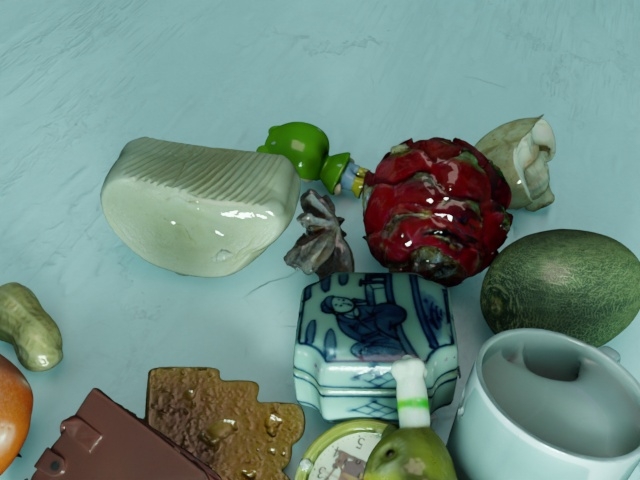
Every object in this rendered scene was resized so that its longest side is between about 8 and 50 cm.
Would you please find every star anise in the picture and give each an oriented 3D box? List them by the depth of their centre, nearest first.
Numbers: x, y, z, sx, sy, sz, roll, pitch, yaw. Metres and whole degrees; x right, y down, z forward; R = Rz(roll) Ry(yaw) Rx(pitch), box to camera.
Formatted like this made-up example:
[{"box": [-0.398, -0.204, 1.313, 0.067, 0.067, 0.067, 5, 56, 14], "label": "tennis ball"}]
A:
[{"box": [0.000, 0.003, 1.500, 0.111, 0.198, 0.257, -23, 40, 18], "label": "star anise"}]

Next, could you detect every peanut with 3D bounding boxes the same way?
[{"box": [-0.543, 0.160, 1.358, 0.099, 0.090, 0.214, -22, 49, -40], "label": "peanut"}]

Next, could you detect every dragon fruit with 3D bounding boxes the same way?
[{"box": [0.233, -0.058, 1.495, 0.329, 0.329, 0.329, 3, 45, -3], "label": "dragon fruit"}]

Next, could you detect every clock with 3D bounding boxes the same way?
[{"box": [0.073, 0.404, 1.174, 0.237, 0.057, 0.237, 0, 62, 0], "label": "clock"}]

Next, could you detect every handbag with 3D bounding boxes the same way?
[{"box": [-0.310, 0.394, 1.091, 0.276, 0.084, 0.260, 30, 78, 22], "label": "handbag"}]

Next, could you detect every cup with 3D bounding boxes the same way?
[{"box": [0.359, 0.304, 1.159, 0.259, 0.274, 0.357, 35, 39, 30], "label": "cup"}]

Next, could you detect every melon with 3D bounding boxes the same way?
[{"box": [0.463, 0.096, 1.405, 0.329, 0.248, 0.248, -13, 48, -22], "label": "melon"}]

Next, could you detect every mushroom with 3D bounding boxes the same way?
[{"box": [0.440, -0.163, 1.727, 0.189, 0.195, 0.253, -1, 40, 43], "label": "mushroom"}]

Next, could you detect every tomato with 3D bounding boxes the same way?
[{"box": [-0.585, 0.274, 1.155, 0.256, 0.224, 0.255, -2, 52, 2], "label": "tomato"}]

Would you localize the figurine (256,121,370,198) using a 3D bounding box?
[{"box": [-0.014, -0.186, 1.726, 0.263, 0.143, 0.162, 23, 52, 2], "label": "figurine"}]

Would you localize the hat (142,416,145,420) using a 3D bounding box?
[{"box": [-0.245, 0.317, 1.242, 0.146, 0.067, 0.146, 2, 45, -3], "label": "hat"}]

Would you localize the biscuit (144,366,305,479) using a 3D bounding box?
[{"box": [-0.170, 0.316, 1.212, 0.301, 0.043, 0.278, 46, 57, 8], "label": "biscuit"}]

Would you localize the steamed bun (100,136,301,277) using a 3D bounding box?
[{"box": [-0.240, -0.059, 1.509, 0.384, 0.236, 0.247, 9, 37, 4], "label": "steamed bun"}]

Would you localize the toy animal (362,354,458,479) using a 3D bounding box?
[{"box": [0.128, 0.360, 1.045, 0.180, 0.181, 0.363, -7, 55, -30], "label": "toy animal"}]

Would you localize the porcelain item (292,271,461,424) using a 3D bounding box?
[{"box": [0.097, 0.178, 1.303, 0.286, 0.157, 0.281, 1, 31, 5], "label": "porcelain item"}]

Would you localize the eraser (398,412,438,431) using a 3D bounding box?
[{"box": [0.148, 0.326, 1.270, 0.105, 0.065, 0.026, -15, 49, -18], "label": "eraser"}]
